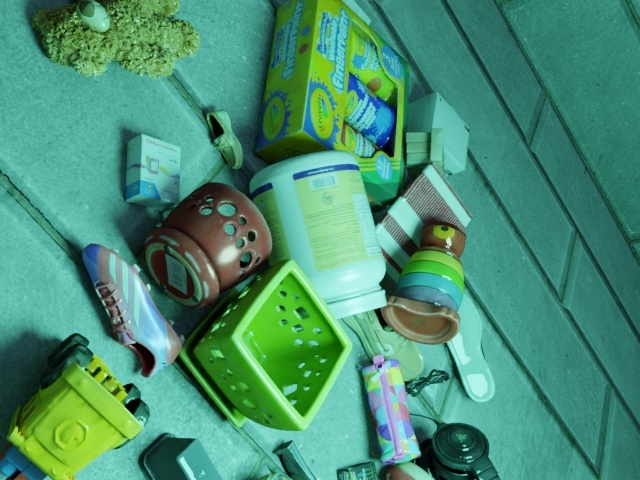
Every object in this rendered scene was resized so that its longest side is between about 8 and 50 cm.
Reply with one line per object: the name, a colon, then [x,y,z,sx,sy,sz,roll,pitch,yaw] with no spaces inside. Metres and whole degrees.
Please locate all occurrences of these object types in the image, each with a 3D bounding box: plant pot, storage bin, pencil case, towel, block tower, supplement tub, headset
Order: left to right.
storage bin: [-0.221,0.391,1.164,0.098,0.091,0.135,-40,107,-48]
plant pot: [-0.213,0.014,1.250,0.174,0.191,0.191,-41,107,-40]
plant pot: [-0.111,0.201,1.272,0.227,0.207,0.228,56,43,-17]
supplement tub: [0.000,0.000,1.450,0.241,0.241,0.331,-9,83,-50]
pencil case: [0.157,0.385,1.570,0.104,0.104,0.236,12,57,-46]
towel: [0.221,-0.004,1.706,0.329,0.037,0.237,-50,129,-6]
block tower: [0.284,-0.180,1.833,0.335,0.097,0.091,63,29,-68]
headset: [0.324,0.502,1.631,0.185,0.243,0.394,-19,64,-26]

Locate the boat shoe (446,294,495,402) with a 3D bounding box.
boat shoe: [0.397,0.298,1.912,0.114,0.091,0.303,-8,80,-5]

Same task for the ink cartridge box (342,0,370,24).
ink cartridge box: [0.053,-0.590,1.911,0.145,0.045,0.179,39,67,-33]

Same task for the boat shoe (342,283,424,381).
boat shoe: [0.161,0.215,1.652,0.341,0.110,0.122,48,45,-25]

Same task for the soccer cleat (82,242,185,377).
soccer cleat: [-0.327,0.117,1.162,0.248,0.083,0.095,58,46,-20]

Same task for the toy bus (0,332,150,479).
toy bus: [-0.374,0.262,0.994,0.211,0.220,0.149,-46,107,-12]

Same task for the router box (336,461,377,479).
router box: [0.086,0.549,1.494,0.092,0.038,0.122,6,71,-48]

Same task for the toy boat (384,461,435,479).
toy boat: [0.201,0.618,1.546,0.151,0.151,0.231,-25,95,-21]

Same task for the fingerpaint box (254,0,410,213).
fingerpaint box: [0.049,-0.338,1.696,0.371,0.163,0.445,31,54,-39]

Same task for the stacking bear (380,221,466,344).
stacking bear: [0.263,0.079,1.602,0.164,0.175,0.289,77,28,-53]

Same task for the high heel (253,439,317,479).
high heel: [-0.067,0.517,1.284,0.186,0.093,0.261,60,32,-4]

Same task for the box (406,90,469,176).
box: [0.341,-0.308,2.055,0.181,0.119,0.182,38,50,-33]

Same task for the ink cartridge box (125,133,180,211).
ink cartridge box: [-0.312,-0.126,1.289,0.088,0.052,0.122,15,63,-45]

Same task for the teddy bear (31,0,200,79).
teddy bear: [-0.362,-0.411,1.298,0.338,0.113,0.245,-7,79,-50]

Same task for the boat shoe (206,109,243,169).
boat shoe: [-0.205,-0.211,1.452,0.045,0.050,0.135,-12,75,-47]
